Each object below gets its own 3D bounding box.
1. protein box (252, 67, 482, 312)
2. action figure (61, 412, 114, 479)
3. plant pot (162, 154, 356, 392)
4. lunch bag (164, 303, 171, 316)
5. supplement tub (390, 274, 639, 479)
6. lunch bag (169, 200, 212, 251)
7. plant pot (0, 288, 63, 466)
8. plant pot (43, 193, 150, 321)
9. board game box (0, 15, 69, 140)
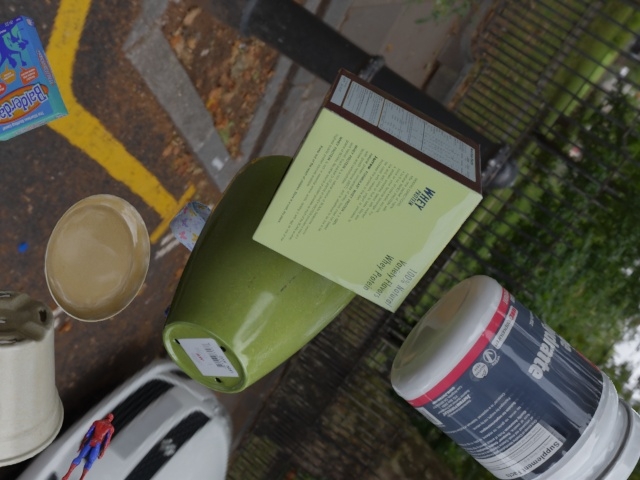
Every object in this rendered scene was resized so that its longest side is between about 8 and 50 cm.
[{"bbox_3d":[0.059,-0.060,0.842,0.200,0.201,0.136,-58,-173,34],"label":"protein box"},{"bbox_3d":[-0.329,0.299,0.991,0.030,0.038,0.115,107,4,-49],"label":"action figure"},{"bbox_3d":[-0.093,0.067,1.013,0.294,0.274,0.275,-54,173,-42],"label":"plant pot"},{"bbox_3d":[-0.313,0.157,1.634,0.065,0.067,0.098,-51,176,22],"label":"lunch bag"},{"bbox_3d":[0.243,0.193,0.871,0.191,0.272,0.191,-50,-179,1],"label":"supplement tub"},{"bbox_3d":[-0.217,-0.024,1.222,0.071,0.083,0.053,-43,-166,25],"label":"lunch bag"},{"bbox_3d":[-0.759,0.296,1.610,0.334,0.333,0.306,-35,148,-59],"label":"plant pot"},{"bbox_3d":[-0.416,0.031,1.278,0.236,0.032,0.237,-15,109,-55],"label":"plant pot"},{"bbox_3d":[-0.637,-0.333,1.427,0.160,0.210,0.047,-20,-175,10],"label":"board game box"}]
